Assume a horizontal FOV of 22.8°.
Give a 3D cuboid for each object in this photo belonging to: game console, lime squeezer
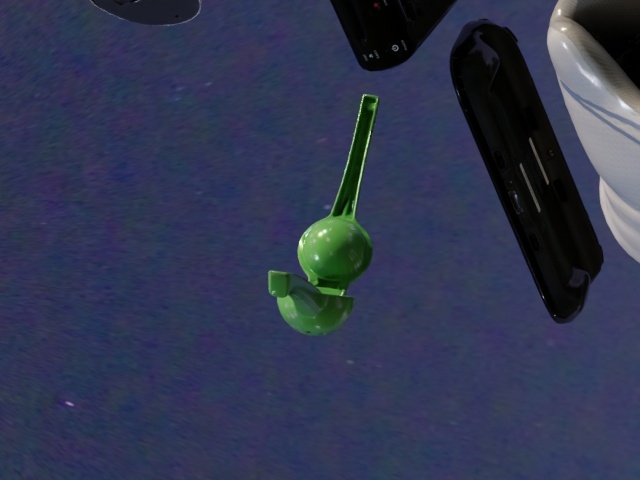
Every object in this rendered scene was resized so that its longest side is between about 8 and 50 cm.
[{"bbox_3d":[0.094,-0.107,0.997,0.361,0.044,0.213,64,-147,-18],"label":"game console"},{"bbox_3d":[0.000,0.000,1.156,0.058,0.310,0.110,-7,-65,18],"label":"lime squeezer"}]

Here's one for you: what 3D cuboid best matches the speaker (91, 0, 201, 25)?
[{"bbox_3d":[-0.073,-0.171,0.742,0.055,0.055,0.136,14,-111,-21],"label":"speaker"}]

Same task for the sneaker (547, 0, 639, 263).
[{"bbox_3d":[0.198,-0.035,0.511,0.129,0.297,0.111,44,-119,-41],"label":"sneaker"}]
